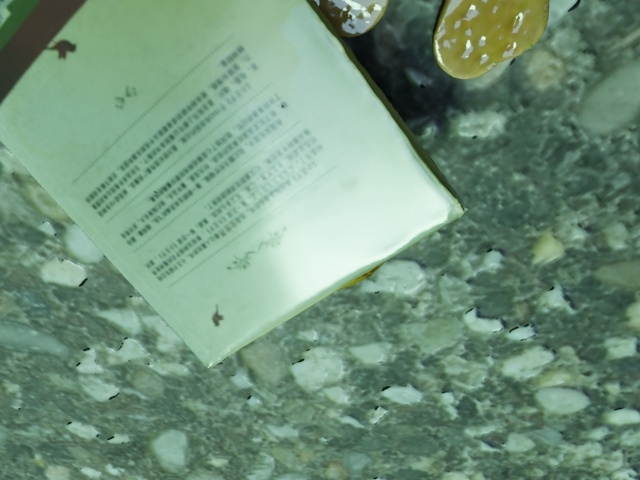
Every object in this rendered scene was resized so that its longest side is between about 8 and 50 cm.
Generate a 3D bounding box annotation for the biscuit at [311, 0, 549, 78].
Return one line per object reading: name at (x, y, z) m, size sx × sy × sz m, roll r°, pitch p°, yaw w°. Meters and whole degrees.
biscuit at (0.074, -0.194, 0.266) m, size 0.144 × 0.040 × 0.236 m, roll 13°, pitch 124°, yaw -13°

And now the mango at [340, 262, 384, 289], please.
mango at (0.000, 0.000, 0.394) m, size 0.114 × 0.057 × 0.079 m, roll -30°, pitch 123°, yaw 25°

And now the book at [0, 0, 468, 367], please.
book at (-0.084, -0.074, 0.328) m, size 0.201 × 0.026 × 0.289 m, roll -33°, pitch 104°, yaw 23°
